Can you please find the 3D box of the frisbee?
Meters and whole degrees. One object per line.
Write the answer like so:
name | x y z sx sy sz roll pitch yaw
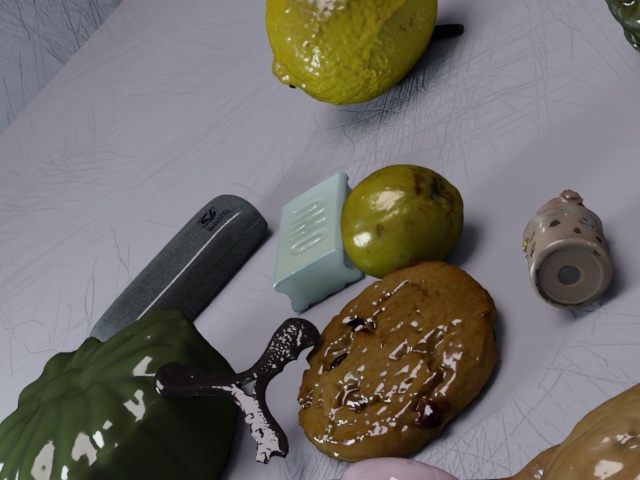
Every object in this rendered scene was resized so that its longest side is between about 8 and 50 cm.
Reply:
frisbee | -0.079 0.185 1.728 0.211 0.012 0.187 -22 54 -10

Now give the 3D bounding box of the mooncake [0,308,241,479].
mooncake | -0.276 0.254 1.888 0.351 0.187 0.351 -30 30 19

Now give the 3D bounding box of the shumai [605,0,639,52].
shumai | 0.453 -0.426 1.775 0.324 0.323 0.397 -33 28 22

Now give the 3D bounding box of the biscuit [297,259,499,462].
biscuit | 0.083 0.137 1.697 0.296 0.075 0.296 -34 27 20

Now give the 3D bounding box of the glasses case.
glasses case | -0.219 0.064 2.220 0.323 0.074 0.131 -48 28 -13

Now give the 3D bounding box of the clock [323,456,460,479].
clock | 0.035 0.362 1.188 0.376 0.250 0.368 164 122 -75

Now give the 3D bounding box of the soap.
soap | 0.000 0.000 2.029 0.119 0.066 0.198 -29 29 21

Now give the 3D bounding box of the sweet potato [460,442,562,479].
sweet potato | 0.147 0.266 1.430 0.281 0.059 0.067 -26 65 36

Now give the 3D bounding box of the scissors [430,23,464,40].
scissors | 0.163 -0.340 2.383 0.220 0.017 0.088 3 50 55

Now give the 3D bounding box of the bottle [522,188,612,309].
bottle | 0.275 0.007 1.623 0.099 0.099 0.152 -33 21 17

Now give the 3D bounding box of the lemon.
lemon | 0.055 -0.361 2.284 0.322 0.268 0.268 -49 26 3

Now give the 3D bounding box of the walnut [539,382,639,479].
walnut | 0.294 0.215 1.140 0.261 0.225 0.225 -36 26 3

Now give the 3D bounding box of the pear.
pear | 0.103 -0.025 1.837 0.162 0.149 0.149 -26 30 38
